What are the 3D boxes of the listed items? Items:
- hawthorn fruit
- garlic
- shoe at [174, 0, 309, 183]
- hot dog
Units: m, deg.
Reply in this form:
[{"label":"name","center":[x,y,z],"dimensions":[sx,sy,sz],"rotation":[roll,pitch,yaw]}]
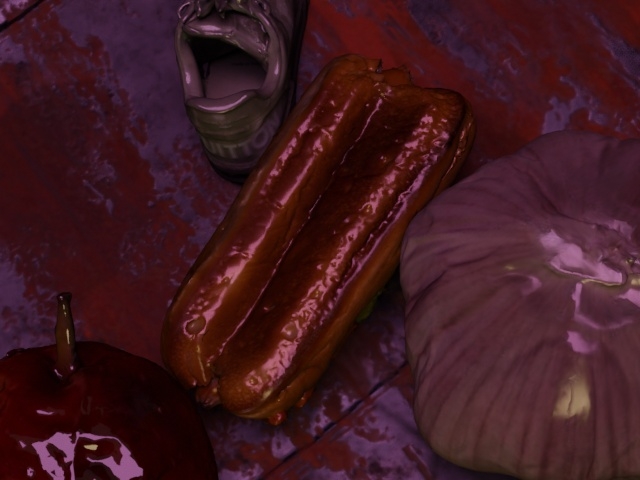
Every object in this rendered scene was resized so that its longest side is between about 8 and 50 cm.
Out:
[{"label":"hawthorn fruit","center":[-0.195,0.165,1.526],"dimensions":[0.230,0.210,0.266],"rotation":[2,105,22]},{"label":"garlic","center":[0.215,0.048,1.512],"dimensions":[0.317,0.259,0.317],"rotation":[-3,72,9]},{"label":"shoe","center":[-0.072,-0.209,1.704],"dimensions":[0.109,0.149,0.293],"rotation":[-4,70,6]},{"label":"hot dog","center":[0.000,0.000,1.632],"dimensions":[0.158,0.117,0.349],"rotation":[26,75,21]}]
